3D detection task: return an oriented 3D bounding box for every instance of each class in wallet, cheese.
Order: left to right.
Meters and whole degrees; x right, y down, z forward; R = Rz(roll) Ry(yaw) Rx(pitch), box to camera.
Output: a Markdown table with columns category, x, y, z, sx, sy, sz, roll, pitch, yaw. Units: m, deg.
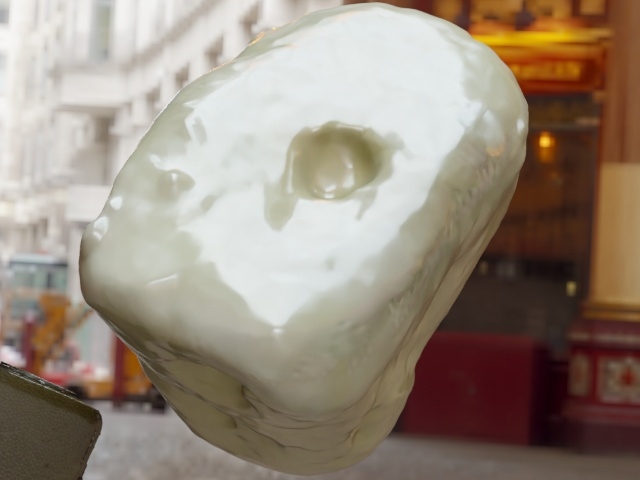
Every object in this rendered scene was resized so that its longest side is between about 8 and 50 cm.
| category | x | y | z | sx | sy | sz | roll | pitch | yaw |
| --- | --- | --- | --- | --- | --- | --- | --- | --- | --- |
| wallet | -0.208 | 0.166 | 1.016 | 0.110 | 0.198 | 0.031 | 27 | -6 | -30 |
| cheese | -0.001 | -0.001 | 0.944 | 0.174 | 0.248 | 0.251 | 27 | -23 | 16 |
